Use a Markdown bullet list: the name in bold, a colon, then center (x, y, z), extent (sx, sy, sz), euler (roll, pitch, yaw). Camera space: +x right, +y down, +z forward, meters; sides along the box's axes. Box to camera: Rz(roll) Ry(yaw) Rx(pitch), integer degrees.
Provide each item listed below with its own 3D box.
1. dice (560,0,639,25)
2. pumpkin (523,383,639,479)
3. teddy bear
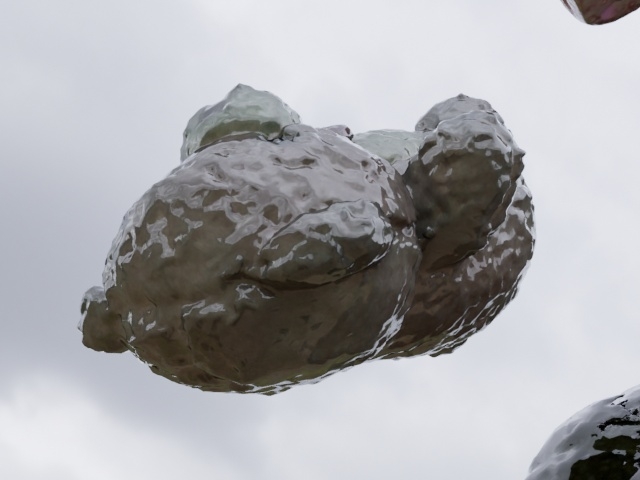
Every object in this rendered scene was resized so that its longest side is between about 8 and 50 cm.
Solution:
- **dice**: center (0.214, -0.228, 1.022), extent (0.093, 0.094, 0.091), euler (-33, -23, 8)
- **pumpkin**: center (0.242, 0.229, 0.755), extent (0.320, 0.320, 0.192), euler (30, -21, -28)
- **teddy bear**: center (0.001, 0.001, 0.701), extent (0.236, 0.151, 0.267), euler (-22, -13, 37)
